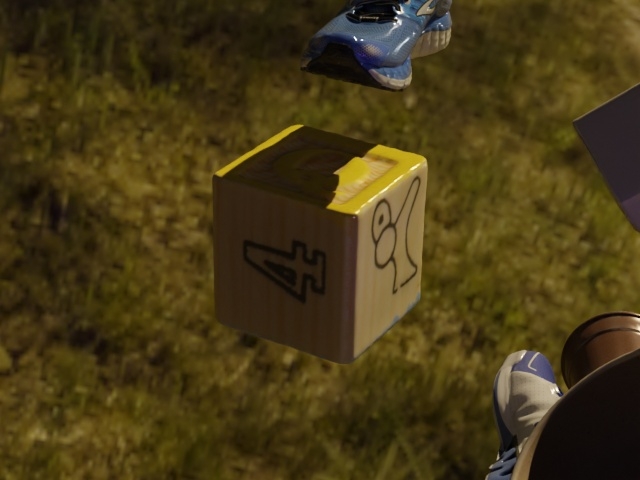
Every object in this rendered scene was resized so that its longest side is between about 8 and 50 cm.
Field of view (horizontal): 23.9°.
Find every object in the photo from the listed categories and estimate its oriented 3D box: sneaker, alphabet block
[{"bbox_3d":[0.070,-0.269,1.714,0.130,0.147,0.330,14,28,14],"label":"sneaker"},{"bbox_3d":[0.000,0.000,1.770,0.193,0.197,0.192,15,29,25],"label":"alphabet block"},{"bbox_3d":[0.323,0.267,1.957,0.182,0.127,0.315,-17,29,20],"label":"sneaker"}]

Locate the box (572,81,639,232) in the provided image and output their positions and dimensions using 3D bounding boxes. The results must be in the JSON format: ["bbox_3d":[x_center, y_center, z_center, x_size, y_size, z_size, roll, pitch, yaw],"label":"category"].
[{"bbox_3d":[0.366,-0.120,1.301,0.094,0.275,0.113,65,12,22],"label":"box"}]

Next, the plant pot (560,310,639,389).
[{"bbox_3d":[0.427,0.209,2.134,0.167,0.167,0.165,15,23,0],"label":"plant pot"}]

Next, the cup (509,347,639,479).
[{"bbox_3d":[0.403,0.307,1.640,0.237,0.331,0.331,48,17,-30],"label":"cup"}]
